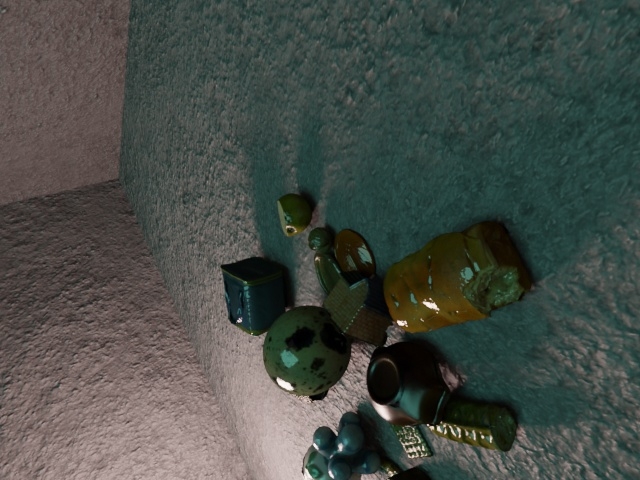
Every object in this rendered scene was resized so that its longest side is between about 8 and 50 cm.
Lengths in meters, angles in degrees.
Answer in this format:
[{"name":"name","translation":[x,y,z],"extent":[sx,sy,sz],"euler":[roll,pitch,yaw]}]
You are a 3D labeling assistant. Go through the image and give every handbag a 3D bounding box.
[{"name":"handbag","translation":[-0.256,0.212,1.932],"extent":[0.263,0.222,0.241],"euler":[22,120,50]}]

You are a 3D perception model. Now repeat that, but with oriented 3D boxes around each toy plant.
[{"name":"toy plant","translation":[0.078,0.744,1.722],"extent":[0.247,0.247,0.332],"euler":[51,141,28]}]

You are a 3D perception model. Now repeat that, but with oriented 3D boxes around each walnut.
[{"name":"walnut","translation":[0.000,0.000,1.541],"extent":[0.092,0.092,0.092],"euler":[34,134,44]}]

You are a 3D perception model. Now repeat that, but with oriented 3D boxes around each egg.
[{"name":"egg","translation":[-0.050,0.369,1.628],"extent":[0.288,0.287,0.379],"euler":[57,145,21]}]

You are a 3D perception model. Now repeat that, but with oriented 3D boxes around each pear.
[{"name":"pear","translation":[-0.079,-0.085,1.595],"extent":[0.141,0.104,0.141],"euler":[170,90,-81]}]

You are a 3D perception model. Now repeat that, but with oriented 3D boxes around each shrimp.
[{"name":"shrimp","translation":[0.242,0.868,1.700],"extent":[0.198,0.051,0.262],"euler":[15,117,62]}]

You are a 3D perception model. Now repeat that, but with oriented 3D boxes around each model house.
[{"name":"model house","translation":[0.120,0.169,1.365],"extent":[0.172,0.166,0.183],"euler":[-61,35,7]}]

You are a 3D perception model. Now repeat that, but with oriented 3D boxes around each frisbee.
[{"name":"frisbee","translation":[0.091,0.061,1.475],"extent":[0.192,0.035,0.192],"euler":[36,136,43]}]

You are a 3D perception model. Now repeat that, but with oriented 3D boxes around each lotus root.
[{"name":"lotus root","translation":[0.301,0.823,1.505],"extent":[0.138,0.119,0.235],"euler":[-14,94,59]}]

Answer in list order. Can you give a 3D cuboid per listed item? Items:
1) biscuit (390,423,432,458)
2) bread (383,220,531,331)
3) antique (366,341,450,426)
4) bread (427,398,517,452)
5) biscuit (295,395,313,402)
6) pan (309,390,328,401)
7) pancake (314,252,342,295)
[{"name":"biscuit","translation":[0.261,0.579,1.525],"extent":[0.203,0.016,0.144],"euler":[62,148,12]},{"name":"bread","translation":[0.277,0.093,1.088],"extent":[0.195,0.148,0.344],"euler":[63,148,9]},{"name":"antique","translation":[0.220,0.379,1.319],"extent":[0.278,0.129,0.224],"euler":[38,110,63]},{"name":"bread","translation":[0.360,0.450,1.225],"extent":[0.269,0.087,0.098],"euler":[-20,94,60]},{"name":"biscuit","translation":[-0.110,0.620,2.123],"extent":[0.231,0.025,0.131],"euler":[-5,102,58]},{"name":"pan","translation":[0.011,0.535,1.855],"extent":[0.202,0.048,0.128],"euler":[-24,76,48]},{"name":"pancake","translation":[0.033,0.121,1.593],"extent":[0.199,0.021,0.199],"euler":[47,150,38]}]
